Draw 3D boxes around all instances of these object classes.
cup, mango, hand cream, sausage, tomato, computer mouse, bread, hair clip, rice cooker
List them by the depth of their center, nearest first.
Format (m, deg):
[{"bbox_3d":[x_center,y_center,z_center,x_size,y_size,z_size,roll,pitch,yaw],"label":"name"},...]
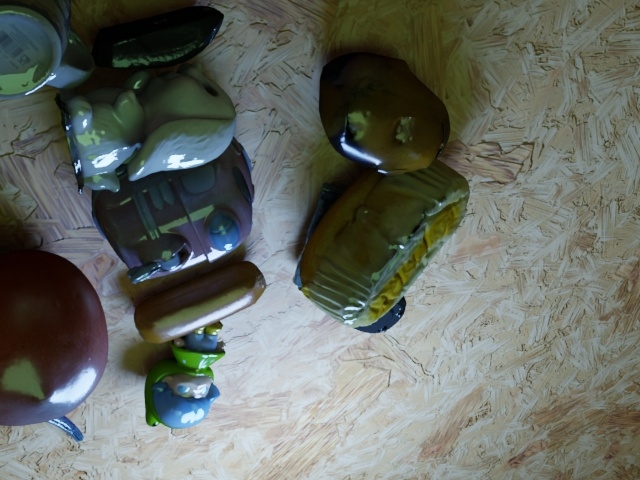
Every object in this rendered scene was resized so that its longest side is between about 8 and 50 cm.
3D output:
[{"bbox_3d":[-0.424,-0.294,1.333,0.227,0.257,0.301,-38,139,12],"label":"cup"},{"bbox_3d":[-0.252,-0.309,1.511,0.217,0.122,0.074,-17,117,-15],"label":"computer mouse"},{"bbox_3d":[-0.522,0.177,1.680,0.321,0.321,0.322,-15,136,-15],"label":"tomato"},{"bbox_3d":[0.116,-0.226,1.753,0.287,0.152,0.201,30,101,-40],"label":"mango"},{"bbox_3d":[0.123,-0.014,1.924,0.389,0.183,0.236,-49,152,-6],"label":"bread"},{"bbox_3d":[-0.241,0.124,1.939,0.274,0.105,0.105,-23,137,-8],"label":"sausage"},{"bbox_3d":[0.001,0.000,1.979,0.075,0.052,0.248,-4,127,-43],"label":"hand cream"},{"bbox_3d":[-0.586,0.373,2.030,0.083,0.048,0.275,-43,137,8],"label":"hair clip"},{"bbox_3d":[0.101,0.127,2.111,0.203,0.118,0.142,22,118,-43],"label":"rice cooker"}]

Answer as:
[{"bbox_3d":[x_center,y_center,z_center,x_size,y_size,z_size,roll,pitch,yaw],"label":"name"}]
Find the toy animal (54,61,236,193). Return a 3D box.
[{"bbox_3d":[-0.280,-0.173,1.518,0.289,0.249,0.174,-5,112,4],"label":"toy animal"}]

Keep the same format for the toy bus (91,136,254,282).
[{"bbox_3d":[-0.242,-0.053,1.673,0.294,0.232,0.197,-23,137,-7],"label":"toy bus"}]

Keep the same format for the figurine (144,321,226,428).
[{"bbox_3d":[-0.282,0.284,2.052,0.162,0.143,0.263,7,109,-43],"label":"figurine"}]
